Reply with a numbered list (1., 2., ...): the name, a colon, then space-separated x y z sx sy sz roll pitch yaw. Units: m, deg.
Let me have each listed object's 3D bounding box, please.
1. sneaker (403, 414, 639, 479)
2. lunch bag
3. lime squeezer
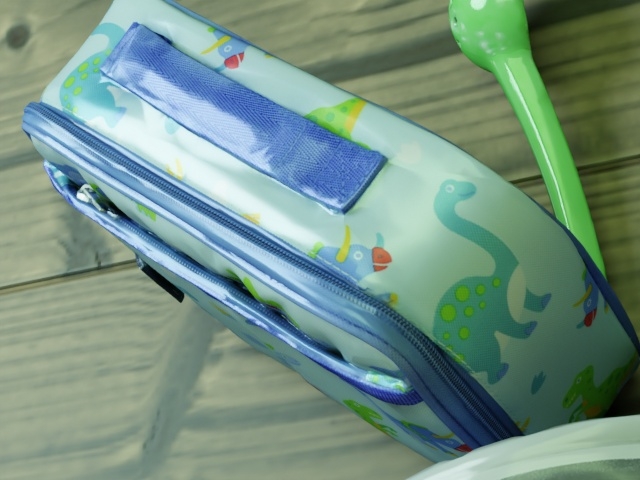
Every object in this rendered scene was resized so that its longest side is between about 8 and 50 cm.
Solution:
1. sneaker: 0.137 0.148 0.421 0.321 0.124 0.180 -13 57 20
2. lunch bag: 0.000 0.000 0.542 0.219 0.176 0.090 30 79 35
3. lime squeezer: 0.120 -0.126 0.628 0.110 0.059 0.310 12 68 32
